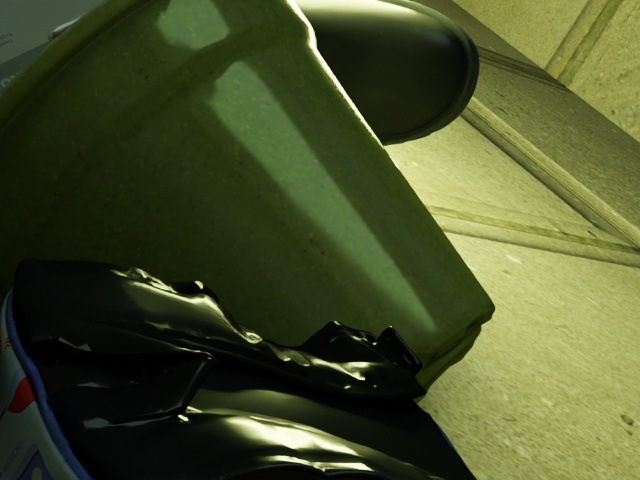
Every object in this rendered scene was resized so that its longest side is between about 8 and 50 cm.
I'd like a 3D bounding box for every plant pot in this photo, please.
[{"bbox_3d":[-0.044,0.010,0.935,0.254,0.276,0.276,47,20,10],"label":"plant pot"}]

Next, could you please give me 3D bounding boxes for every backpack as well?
[{"bbox_3d":[-0.040,0.133,0.633,0.263,0.213,0.276,33,7,-36],"label":"backpack"}]

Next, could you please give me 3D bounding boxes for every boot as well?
[{"bbox_3d":[-0.104,-0.166,1.334,0.367,0.146,0.445,9,5,23],"label":"boot"}]

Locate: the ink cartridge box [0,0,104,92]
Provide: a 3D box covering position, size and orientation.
[{"bbox_3d":[-0.221,-0.147,1.008,0.272,0.130,0.309,39,50,22],"label":"ink cartridge box"}]
